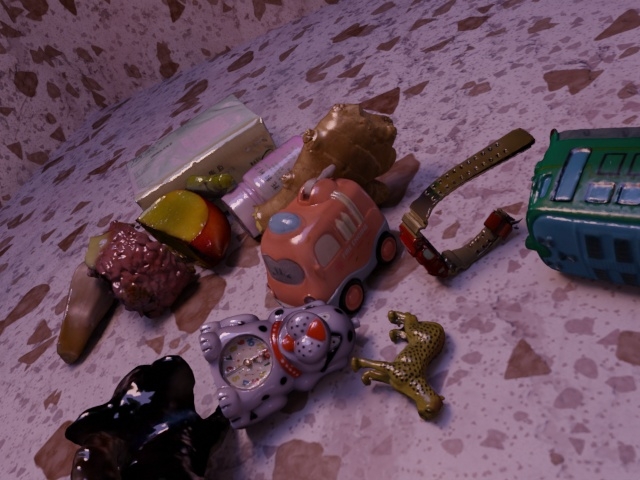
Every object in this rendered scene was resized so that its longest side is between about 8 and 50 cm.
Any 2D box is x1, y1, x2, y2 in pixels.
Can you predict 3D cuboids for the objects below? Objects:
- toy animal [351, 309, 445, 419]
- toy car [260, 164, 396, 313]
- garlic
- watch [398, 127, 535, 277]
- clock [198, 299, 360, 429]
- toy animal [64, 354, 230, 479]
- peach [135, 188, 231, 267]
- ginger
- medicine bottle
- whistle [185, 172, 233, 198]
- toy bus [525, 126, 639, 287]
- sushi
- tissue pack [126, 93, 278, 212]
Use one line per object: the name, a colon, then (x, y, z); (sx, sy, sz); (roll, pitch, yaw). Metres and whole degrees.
toy animal: (0.146, 0.175, 0.829); (0.136, 0.073, 0.181); (9, 38, 35)
toy car: (0.000, 0.000, 1.027); (0.180, 0.212, 0.270); (9, 52, 45)
garlic: (-0.598, 0.163, 1.383); (0.112, 0.143, 0.318); (15, 45, -7)
watch: (0.261, -0.052, 0.923); (0.268, 0.165, 0.102); (-34, 35, 2)
clock: (-0.053, 0.184, 0.898); (0.254, 0.189, 0.189); (-22, 34, 2)
toy animal: (-0.233, 0.293, 0.765); (0.194, 0.302, 0.344); (-30, 34, -2)
peach: (-0.305, -0.028, 1.353); (0.267, 0.159, 0.154); (18, 69, 36)
ginger: (0.017, -0.132, 1.190); (0.375, 0.236, 0.166); (-41, 56, 42)
medicine bottle: (-0.109, -0.132, 1.342); (0.254, 0.152, 0.152); (-41, 34, -12)
whistle: (-0.269, -0.134, 1.350); (0.198, 0.104, 0.057); (3, 82, 59)
toy bus: (0.457, -0.036, 0.736); (0.343, 0.183, 0.199); (10, 57, 47)
sushi: (-0.454, 0.063, 1.305); (0.270, 0.236, 0.171); (19, 71, 51)
tissue pack: (-0.340, -0.218, 1.589); (0.405, 0.205, 0.332); (-36, 33, -4)
